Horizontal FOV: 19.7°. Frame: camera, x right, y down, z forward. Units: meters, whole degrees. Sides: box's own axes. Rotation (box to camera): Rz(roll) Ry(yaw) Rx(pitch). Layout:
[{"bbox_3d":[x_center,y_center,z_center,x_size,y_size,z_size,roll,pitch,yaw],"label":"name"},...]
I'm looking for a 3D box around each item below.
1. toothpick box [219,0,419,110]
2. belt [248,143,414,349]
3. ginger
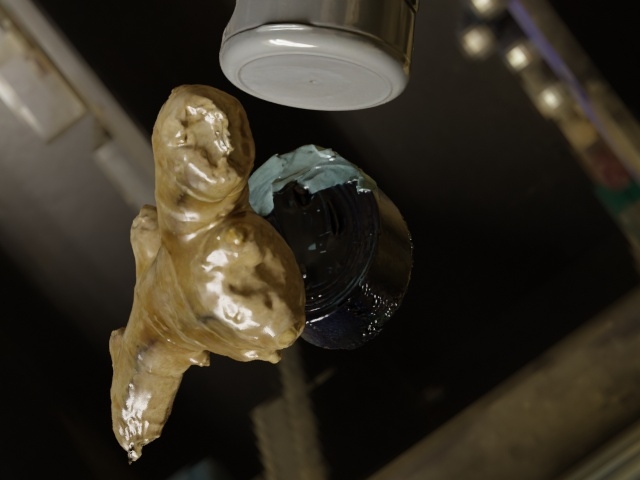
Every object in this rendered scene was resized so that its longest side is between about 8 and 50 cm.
[{"bbox_3d":[0.019,-0.319,2.021,0.229,0.229,0.316,40,-126,-64],"label":"toothpick box"},{"bbox_3d":[0.000,0.000,1.655,0.078,0.151,0.198,39,-164,-47],"label":"belt"},{"bbox_3d":[-0.082,0.034,1.184,0.148,0.081,0.333,41,144,6],"label":"ginger"}]
